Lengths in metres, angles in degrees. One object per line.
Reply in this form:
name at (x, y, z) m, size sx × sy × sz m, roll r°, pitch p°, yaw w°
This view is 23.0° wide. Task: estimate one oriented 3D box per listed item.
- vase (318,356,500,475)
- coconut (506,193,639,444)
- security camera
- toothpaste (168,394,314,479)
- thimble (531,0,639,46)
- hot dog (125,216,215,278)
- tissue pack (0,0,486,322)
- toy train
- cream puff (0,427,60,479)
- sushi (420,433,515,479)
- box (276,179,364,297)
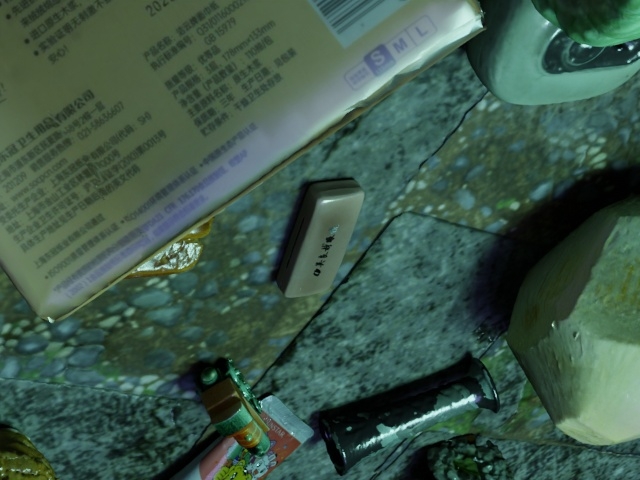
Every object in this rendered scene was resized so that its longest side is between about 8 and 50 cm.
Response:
vase at (0.085, 0.165, 1.488) m, size 0.167 × 0.059 × 0.059 m, roll -21°, pitch 142°, yaw -12°
coconut at (0.280, 0.082, 1.399) m, size 0.197 × 0.237 × 0.237 m, roll 34°, pitch 114°, yaw -16°
security camera at (0.252, -0.179, 1.190) m, size 0.301 × 0.080 × 0.157 m, roll -10°, pitch 139°, yaw -28°
toothpaste at (-0.113, 0.233, 1.449) m, size 0.234 × 0.057 × 0.089 m, roll -42°, pitch 139°, yaw 1°
thimble at (0.201, -0.239, 0.977) m, size 0.150 × 0.219 × 0.219 m, roll -20°, pitch 142°, yaw -16°
hot dog at (-0.158, -0.002, 1.144) m, size 0.165 × 0.045 × 0.071 m, roll -4°, pitch 138°, yaw -30°
tissue pack at (-0.086, -0.134, 0.939) m, size 0.305 × 0.239 × 0.238 m, roll -35°, pitch 143°, yaw 7°
toy train at (-0.073, 0.150, 1.360) m, size 0.044 × 0.064 × 0.103 m, roll -31°, pitch 143°, yaw -1°
cream puff at (-0.279, 0.232, 1.277) m, size 0.150 × 0.115 × 0.165 m, roll 0°, pitch 135°, yaw -28°
sushi at (0.148, 0.258, 1.604) m, size 0.094 × 0.098 × 0.084 m, roll -4°, pitch 134°, yaw -23°
box at (0.000, 0.000, 1.268) m, size 0.048 × 0.025 × 0.115 m, roll -5°, pitch 137°, yaw -27°
